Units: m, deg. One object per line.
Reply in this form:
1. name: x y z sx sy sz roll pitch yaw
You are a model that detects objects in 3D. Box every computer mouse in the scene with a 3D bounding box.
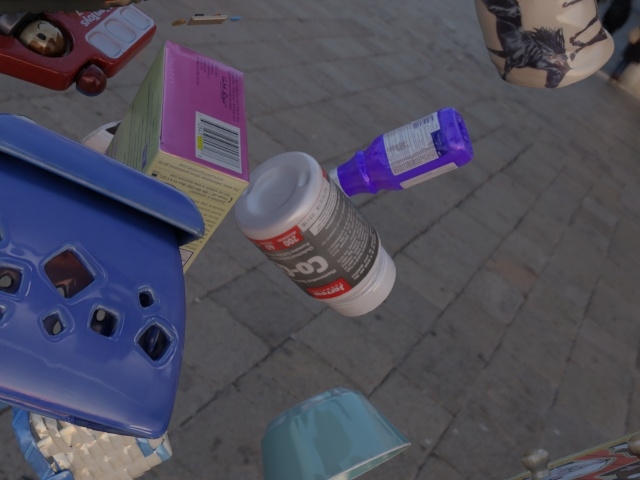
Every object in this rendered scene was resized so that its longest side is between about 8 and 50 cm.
1. computer mouse: -0.368 -0.188 1.488 0.042 0.106 0.193 59 22 -7

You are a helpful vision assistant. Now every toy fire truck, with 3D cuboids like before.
1. toy fire truck: -0.422 -0.345 1.297 0.254 0.169 0.302 33 39 -8

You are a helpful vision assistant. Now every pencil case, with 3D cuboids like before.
1. pencil case: 0.253 -0.384 1.027 0.183 0.159 0.410 -58 134 -35

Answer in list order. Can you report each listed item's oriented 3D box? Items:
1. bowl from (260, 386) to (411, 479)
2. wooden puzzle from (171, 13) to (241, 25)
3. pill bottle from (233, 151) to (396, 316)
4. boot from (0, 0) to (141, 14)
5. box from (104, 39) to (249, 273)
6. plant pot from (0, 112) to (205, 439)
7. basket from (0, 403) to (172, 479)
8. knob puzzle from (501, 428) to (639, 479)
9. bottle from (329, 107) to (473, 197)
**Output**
1. bowl: 0.005 0.401 1.614 0.311 0.311 0.163 -4 61 -52
2. wooden puzzle: -0.213 -0.412 1.523 0.116 0.014 0.078 -8 8 -23
3. pill bottle: 0.000 0.000 1.337 0.283 0.161 0.161 46 11 -41
4. boot: -0.341 -0.417 0.988 0.347 0.260 0.131 -9 38 -16
5. box: -0.199 -0.087 1.056 0.117 0.243 0.214 19 41 -27
6. plant pot: -0.244 0.034 0.707 0.236 0.236 0.212 25 69 -26
7. basket: -0.356 0.243 1.064 0.201 0.289 0.255 65 -8 -30
8. knob puzzle: 0.202 0.131 0.512 0.213 0.213 0.030 -4 74 -52
9. bottle: 0.154 -0.159 1.611 0.092 0.282 0.118 34 39 -55
